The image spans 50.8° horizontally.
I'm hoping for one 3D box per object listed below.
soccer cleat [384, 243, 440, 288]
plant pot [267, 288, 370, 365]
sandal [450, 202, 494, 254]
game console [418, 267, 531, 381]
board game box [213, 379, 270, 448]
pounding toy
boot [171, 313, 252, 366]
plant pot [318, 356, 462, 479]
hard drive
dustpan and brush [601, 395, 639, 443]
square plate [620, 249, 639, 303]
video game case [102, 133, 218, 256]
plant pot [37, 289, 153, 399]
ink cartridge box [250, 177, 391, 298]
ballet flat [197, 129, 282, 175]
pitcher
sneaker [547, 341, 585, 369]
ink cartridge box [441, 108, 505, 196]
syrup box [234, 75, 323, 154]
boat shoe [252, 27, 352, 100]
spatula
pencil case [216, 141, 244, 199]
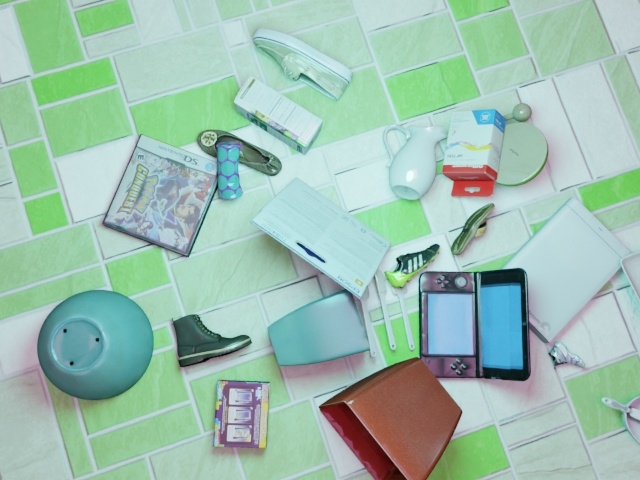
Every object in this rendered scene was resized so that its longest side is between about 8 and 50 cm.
[{"bbox_3d":[0.254,0.056,1.846,0.179,0.060,0.072,-40,89,-15],"label":"soccer cleat"},{"bbox_3d":[-0.011,0.241,1.759,0.235,0.165,0.165,-18,83,-3],"label":"plant pot"},{"bbox_3d":[0.429,-0.027,1.876,0.049,0.072,0.180,36,82,-14],"label":"sandal"},{"bbox_3d":[0.400,0.220,1.782,0.250,0.173,0.292,1,81,-4],"label":"game console"},{"bbox_3d":[-0.206,0.454,1.769,0.141,0.048,0.170,4,81,-5],"label":"board game box"},{"bbox_3d":[0.552,-0.248,1.895,0.183,0.110,0.236,-26,60,27],"label":"pounding toy"},{"bbox_3d":[-0.292,0.244,1.785,0.198,0.077,0.136,-15,78,-7],"label":"boot"},{"bbox_3d":[0.193,0.444,1.706,0.236,0.267,0.267,-37,86,-22],"label":"plant pot"},{"bbox_3d":[0.668,0.080,1.884,0.353,0.047,0.233,-44,87,-8],"label":"hard drive"},{"bbox_3d":[0.850,0.469,1.832,0.211,0.060,0.147,22,81,-1],"label":"dustpan and brush"},{"bbox_3d":[1.043,0.150,1.889,0.344,0.049,0.347,-22,86,-8],"label":"square plate"},{"bbox_3d":[-0.426,-0.125,1.846,0.248,0.035,0.274,21,81,-1],"label":"video game case"},{"bbox_3d":[-0.583,0.261,1.698,0.291,0.195,0.290,1,81,-4],"label":"plant pot"},{"bbox_3d":[0.000,0.000,1.731,0.324,0.330,0.071,35,122,2],"label":"ink cartridge box"},{"bbox_3d":[-0.223,-0.246,1.865,0.250,0.058,0.084,24,80,0],"label":"ballet flat"},{"bbox_3d":[0.241,-0.226,1.874,0.178,0.125,0.207,13,69,19],"label":"pitcher"},{"bbox_3d":[0.670,0.333,1.854,0.098,0.038,0.069,40,83,12],"label":"sneaker"},{"bbox_3d":[0.421,-0.240,1.867,0.134,0.078,0.230,3,78,38],"label":"ink cartridge box"},{"bbox_3d":[-0.117,-0.345,1.869,0.237,0.093,0.096,31,81,1],"label":"syrup box"},{"bbox_3d":[-0.058,-0.495,1.891,0.303,0.109,0.094,25,83,-3],"label":"boat shoe"},{"bbox_3d":[0.171,0.190,1.833,0.168,0.019,0.241,-7,82,-25],"label":"spatula"},{"bbox_3d":[-0.245,-0.190,1.824,0.070,0.064,0.151,-3,106,-6],"label":"pencil case"}]
